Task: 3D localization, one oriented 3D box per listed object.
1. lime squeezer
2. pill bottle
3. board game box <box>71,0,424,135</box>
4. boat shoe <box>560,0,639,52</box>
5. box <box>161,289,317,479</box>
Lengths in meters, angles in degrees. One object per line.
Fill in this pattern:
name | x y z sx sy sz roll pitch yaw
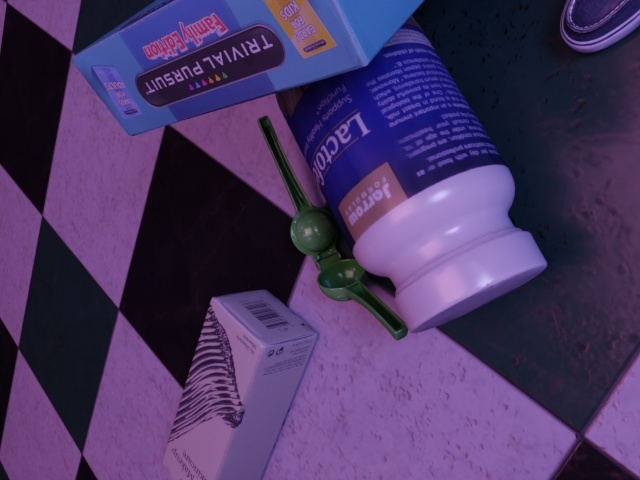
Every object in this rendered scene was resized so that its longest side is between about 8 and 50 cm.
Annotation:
lime squeezer | 0.000 0.000 0.623 0.058 0.110 0.310 -33 59 3
pill bottle | 0.076 -0.062 0.512 0.153 0.153 0.265 -40 67 36
board game box | -0.003 -0.227 0.470 0.253 0.336 0.079 -2 131 43
boat shoe | 0.231 -0.224 0.406 0.065 0.083 0.183 53 125 26
box | -0.110 0.208 0.739 0.113 0.094 0.275 34 114 35
